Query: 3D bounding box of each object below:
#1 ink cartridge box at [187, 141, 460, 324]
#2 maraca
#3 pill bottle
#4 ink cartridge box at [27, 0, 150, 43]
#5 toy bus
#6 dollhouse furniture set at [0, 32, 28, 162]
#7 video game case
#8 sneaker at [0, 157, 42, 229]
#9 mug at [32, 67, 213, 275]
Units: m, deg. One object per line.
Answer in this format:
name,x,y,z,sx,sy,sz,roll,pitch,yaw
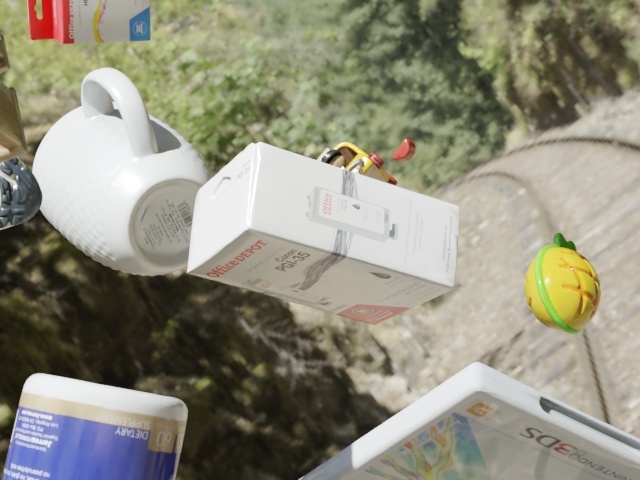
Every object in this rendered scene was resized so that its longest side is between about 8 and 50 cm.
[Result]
ink cartridge box,0.000,0.000,1.355,0.207,0.283,0.117,-32,46,57
maraca,0.348,0.060,1.540,0.099,0.127,0.185,-23,13,33
pill bottle,-0.217,0.261,0.974,0.153,0.153,0.264,135,146,-79
ink cartridge box,-0.462,-0.465,2.170,0.231,0.134,0.078,-9,20,-27
toy bus,0.041,-0.099,1.688,0.191,0.104,0.202,-29,-30,-43
dollhouse furniture set,-0.320,-0.133,0.800,0.123,0.144,0.151,-19,-19,8
video game case,0.168,0.262,1.123,0.329,0.300,0.036,-42,31,40
sneaker,-0.407,-0.081,1.117,0.122,0.283,0.110,4,-79,-80
mug,-0.335,-0.121,1.904,0.276,0.374,0.328,-22,29,-25
